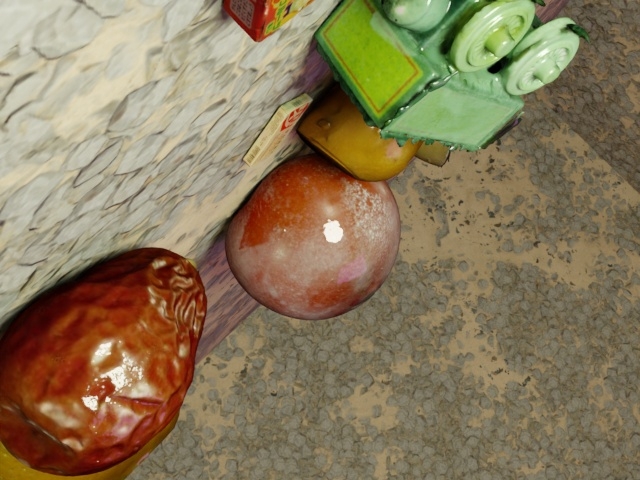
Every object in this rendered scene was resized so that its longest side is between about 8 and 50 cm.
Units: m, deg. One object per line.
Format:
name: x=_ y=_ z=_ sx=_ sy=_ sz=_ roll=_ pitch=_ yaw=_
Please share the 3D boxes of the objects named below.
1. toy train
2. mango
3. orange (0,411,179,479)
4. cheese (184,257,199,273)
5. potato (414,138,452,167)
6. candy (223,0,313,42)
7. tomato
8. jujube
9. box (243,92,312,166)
toy train: x=0.131 y=-0.196 z=0.742 sx=0.188 sy=0.159 sz=0.271 roll=-44 pitch=157 yaw=30
mango: x=0.073 y=-0.157 z=0.979 sx=0.166 sy=0.136 sz=0.236 roll=-49 pitch=-179 yaw=3
orange: x=-0.304 y=0.225 z=0.968 sx=0.262 sy=0.196 sz=0.334 roll=-29 pitch=179 yaw=-16
cheese: x=-0.215 y=0.060 z=0.977 sx=0.086 sy=0.036 sz=0.162 roll=-42 pitch=176 yaw=8
potato: x=0.200 y=-0.244 z=1.501 sx=0.202 sy=0.117 sz=0.182 roll=110 pitch=-16 yaw=-80
candy: x=-0.008 y=-0.190 z=0.497 sx=0.122 sy=0.038 sz=0.062 roll=-43 pitch=176 yaw=-20
tomato: x=0.000 y=0.000 z=1.126 sx=0.270 sy=0.227 sz=0.270 roll=-37 pitch=166 yaw=-11
jujube: x=-0.205 y=0.104 z=0.733 sx=0.190 sy=0.190 sz=0.255 roll=-47 pitch=-168 yaw=33
box: x=-0.049 y=-0.128 z=0.868 sx=0.093 sy=0.015 sz=0.058 roll=-48 pitch=176 yaw=41
